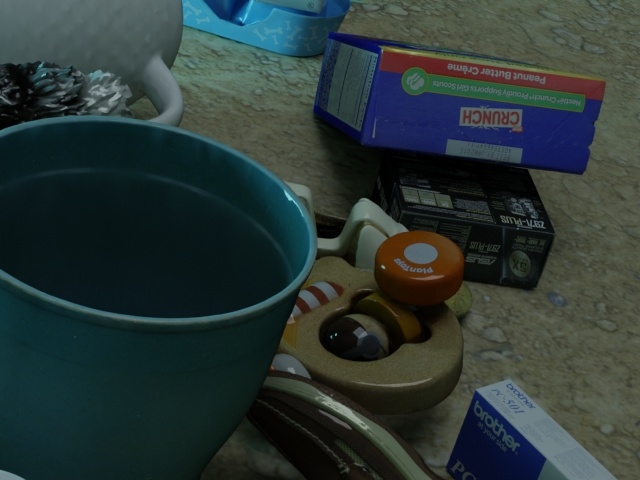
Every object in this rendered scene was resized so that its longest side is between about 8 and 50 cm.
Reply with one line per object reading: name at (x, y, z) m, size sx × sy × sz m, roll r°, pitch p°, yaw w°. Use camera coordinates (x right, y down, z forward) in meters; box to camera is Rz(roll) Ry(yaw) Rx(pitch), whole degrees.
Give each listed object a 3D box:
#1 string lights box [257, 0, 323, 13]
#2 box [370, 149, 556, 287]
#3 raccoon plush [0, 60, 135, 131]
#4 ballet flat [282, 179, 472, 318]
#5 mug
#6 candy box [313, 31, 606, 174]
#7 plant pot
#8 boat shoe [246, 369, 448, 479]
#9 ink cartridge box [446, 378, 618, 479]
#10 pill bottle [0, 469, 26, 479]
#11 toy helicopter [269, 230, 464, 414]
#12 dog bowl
string lights box at (-0.036, -0.449, 1.761) m, size 0.133 × 0.259 × 0.077 m, roll 10°, pitch 32°, yaw -10°
box at (0.159, -0.027, 1.493) m, size 0.180 × 0.077 × 0.147 m, roll 8°, pitch 32°, yaw -11°
raccoon plush at (-0.394, -0.063, 1.106) m, size 0.446 × 0.216 × 0.299 m, roll 4°, pitch 59°, yaw -3°
ballet flat at (0.000, 0.000, 1.347) m, size 0.348 × 0.123 × 0.123 m, roll 13°, pitch 31°, yaw -4°
mug at (-0.301, -0.217, 1.427) m, size 0.328 × 0.276 × 0.374 m, roll -9°, pitch 47°, yaw -45°
candy box at (0.153, -0.171, 1.583) m, size 0.268 × 0.122 × 0.317 m, roll 7°, pitch 11°, yaw -12°
plant pot at (-0.162, 0.079, 1.018) m, size 0.272 × 0.255 × 0.271 m, roll 11°, pitch 32°, yaw -7°
boat shoe at (0.036, 0.205, 1.035) m, size 0.257 × 0.095 × 0.095 m, roll 33°, pitch 61°, yaw 9°
ink cartridge box at (0.198, 0.220, 1.101) m, size 0.046 × 0.097 × 0.207 m, roll -11°, pitch 41°, yaw -36°
pill bottle at (-0.210, 0.244, 0.766) m, size 0.124 × 0.221 × 0.124 m, roll 11°, pitch 32°, yaw -7°
toy helicopter at (-0.045, 0.088, 1.215) m, size 0.355 × 0.140 × 0.235 m, roll 12°, pitch 39°, yaw 15°
dog bowl at (-0.107, -0.346, 1.889) m, size 0.297 × 0.074 × 0.166 m, roll 17°, pitch 31°, yaw 3°
